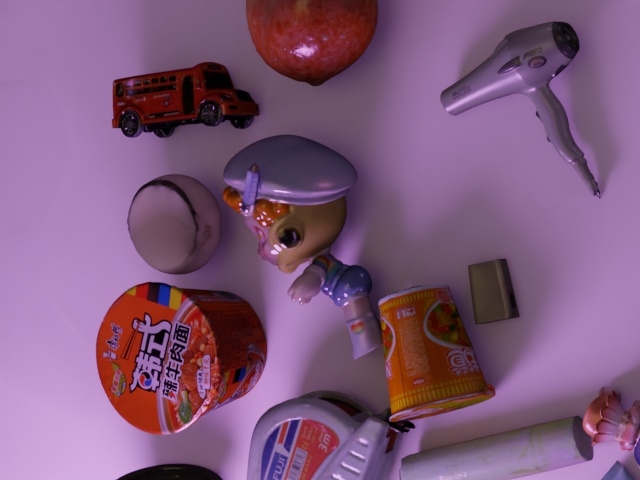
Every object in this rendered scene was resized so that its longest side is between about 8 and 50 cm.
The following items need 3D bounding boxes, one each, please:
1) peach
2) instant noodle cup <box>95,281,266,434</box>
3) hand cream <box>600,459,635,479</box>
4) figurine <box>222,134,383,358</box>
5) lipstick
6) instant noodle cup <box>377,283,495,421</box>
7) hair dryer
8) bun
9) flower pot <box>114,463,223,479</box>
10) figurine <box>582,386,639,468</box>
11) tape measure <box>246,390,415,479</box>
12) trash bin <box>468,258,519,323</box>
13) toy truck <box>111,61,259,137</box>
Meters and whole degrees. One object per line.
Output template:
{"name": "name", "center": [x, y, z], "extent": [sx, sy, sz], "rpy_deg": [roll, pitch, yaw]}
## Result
{"name": "peach", "center": [-0.012, -0.349, 1.986], "extent": [0.233, 0.232, 0.232], "rpy_deg": [1, 93, 30]}
{"name": "instant noodle cup", "center": [-0.219, 0.186, 2.110], "extent": [0.250, 0.192, 0.250], "rpy_deg": [2, 93, 30]}
{"name": "hand cream", "center": [0.501, 0.459, 1.785], "extent": [0.312, 0.070, 0.111], "rpy_deg": [43, 114, 25]}
{"name": "figurine", "center": [0.004, 0.000, 2.019], "extent": [0.205, 0.224, 0.381], "rpy_deg": [-29, 102, 5]}
{"name": "lipstick", "center": [0.259, 0.332, 1.912], "extent": [0.304, 0.076, 0.076], "rpy_deg": [-20, 82, 29]}
{"name": "instant noodle cup", "center": [0.164, 0.168, 1.922], "extent": [0.168, 0.168, 0.184], "rpy_deg": [-21, 75, 29]}
{"name": "hair dryer", "center": [0.292, -0.181, 1.882], "extent": [0.229, 0.092, 0.267], "rpy_deg": [-4, 99, 37]}
{"name": "bun", "center": [-0.239, -0.030, 2.155], "extent": [0.173, 0.120, 0.172], "rpy_deg": [6, 102, 33]}
{"name": "flower pot", "center": [-0.267, 0.502, 2.158], "extent": [0.235, 0.235, 0.148], "rpy_deg": [6, 115, 29]}
{"name": "figurine", "center": [0.462, 0.286, 1.779], "extent": [0.195, 0.102, 0.111], "rpy_deg": [20, 111, 26]}
{"name": "tape measure", "center": [0.008, 0.358, 2.028], "extent": [0.246, 0.125, 0.243], "rpy_deg": [23, 101, 25]}
{"name": "trash bin", "center": [0.261, 0.078, 1.918], "extent": [0.061, 0.043, 0.092], "rpy_deg": [-13, 84, 30]}
{"name": "toy truck", "center": [-0.232, -0.239, 2.149], "extent": [0.253, 0.107, 0.114], "rpy_deg": [-5, 90, 30]}
